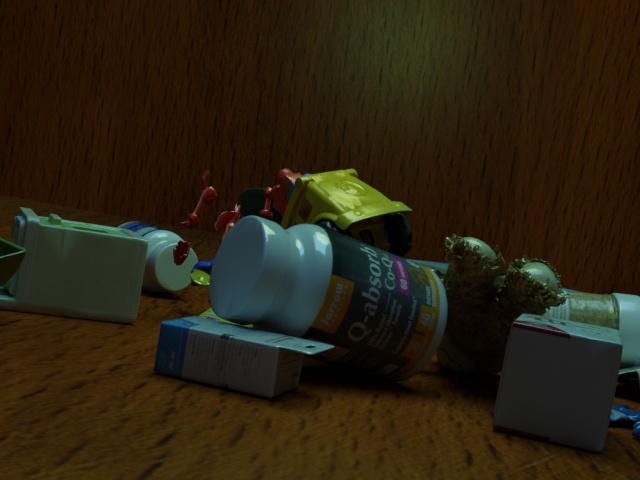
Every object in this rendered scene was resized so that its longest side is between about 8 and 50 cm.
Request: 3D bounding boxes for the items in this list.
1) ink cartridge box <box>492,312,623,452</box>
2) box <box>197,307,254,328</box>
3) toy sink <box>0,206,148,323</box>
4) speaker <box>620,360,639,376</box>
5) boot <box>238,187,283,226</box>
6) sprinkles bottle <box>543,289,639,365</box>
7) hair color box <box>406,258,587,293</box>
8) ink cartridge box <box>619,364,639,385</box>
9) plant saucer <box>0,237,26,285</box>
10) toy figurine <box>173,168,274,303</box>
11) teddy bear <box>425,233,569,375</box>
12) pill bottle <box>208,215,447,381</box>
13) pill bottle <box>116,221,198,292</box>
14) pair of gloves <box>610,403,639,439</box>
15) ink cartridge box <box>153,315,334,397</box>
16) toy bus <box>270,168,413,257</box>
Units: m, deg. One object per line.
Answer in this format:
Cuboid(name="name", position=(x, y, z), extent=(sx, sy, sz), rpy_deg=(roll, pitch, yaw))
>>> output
Cuboid(name="ink cartridge box", position=(0.284, 0.162, 1.302), extent=(0.128, 0.127, 0.176), rpy_deg=(10, 2, 13))
Cuboid(name="box", position=(-0.102, 0.119, 1.465), extent=(0.105, 0.043, 0.179), rpy_deg=(12, 11, 14))
Cuboid(name="toy sink", position=(-0.379, 0.029, 1.553), extent=(0.234, 0.131, 0.153), rpy_deg=(8, 3, -20))
Cuboid(name="speaker", position=(0.542, 0.209, 1.927), extent=(0.136, 0.055, 0.055), rpy_deg=(12, 4, 22))
Cuboid(name="boot", position=(-0.055, -0.050, 2.339), extent=(0.236, 0.085, 0.178), rpy_deg=(17, 3, 2))
Cuboid(name="sprinkles bottle", position=(0.365, 0.136, 1.863), extent=(0.355, 0.121, 0.121), rpy_deg=(6, 3, 1))
Cuboid(name="hair color box", position=(0.364, 0.128, 2.288), extent=(0.185, 0.114, 0.374), rpy_deg=(6, 4, -44))
Cuboid(name="ink cartridge box", position=(0.543, 0.221, 1.735), extent=(0.239, 0.060, 0.275), rpy_deg=(-17, -10, 28))
Cuboid(name="plant saucer", position=(-0.489, 0.041, 1.393), extent=(0.188, 0.045, 0.188), rpy_deg=(-17, 18, -32))
Cuboid(name="toy figurine", position=(-0.075, 0.049, 1.750), extent=(0.362, 0.191, 0.217), rpy_deg=(14, -24, -18))
Cuboid(name="teddy bear", position=(0.223, 0.103, 1.525), extent=(0.245, 0.113, 0.338), rpy_deg=(26, -25, -11))
Cuboid(name="pill bottle", position=(0.011, 0.072, 1.384), extent=(0.278, 0.162, 0.162), rpy_deg=(20, -2, -31))
Cuboid(name="pill bottle", position=(-0.295, 0.032, 1.931), extent=(0.112, 0.112, 0.186), rpy_deg=(8, 4, -35))
Cuboid(name="pair of gloves", position=(0.434, 0.236, 1.397), extent=(0.159, 0.023, 0.198), rpy_deg=(6, 0, -28))
Cuboid(name="ink cartridge box", position=(-0.085, 0.134, 1.245), extent=(0.180, 0.060, 0.104), rpy_deg=(11, 2, 16))
Cuboid(name="toy bus", position=(0.000, 0.000, 1.588), extent=(0.149, 0.220, 0.211), rpy_deg=(-14, 45, -43))
